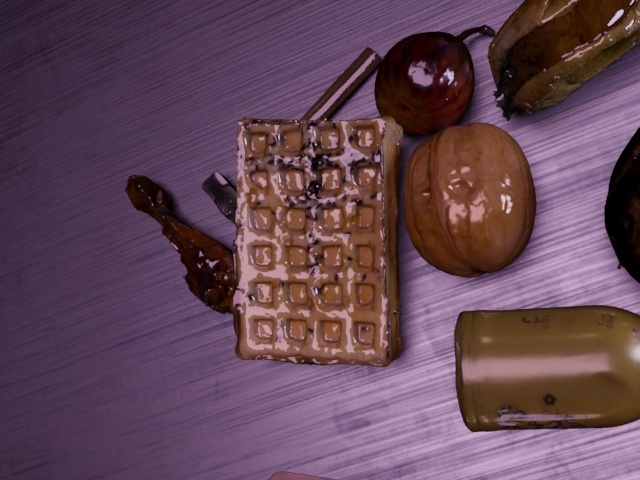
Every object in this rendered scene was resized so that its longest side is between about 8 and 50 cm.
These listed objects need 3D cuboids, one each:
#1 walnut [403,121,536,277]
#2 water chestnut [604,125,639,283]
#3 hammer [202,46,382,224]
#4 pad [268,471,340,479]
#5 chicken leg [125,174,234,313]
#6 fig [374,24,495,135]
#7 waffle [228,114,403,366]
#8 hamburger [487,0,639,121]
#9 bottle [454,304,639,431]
[{"bbox_3d":[0.213,-0.060,1.210,0.193,0.193,0.225,-4,82,18],"label":"walnut"},{"bbox_3d":[0.525,-0.058,1.085,0.300,0.300,0.299,-3,81,18],"label":"water chestnut"},{"bbox_3d":[-0.038,-0.177,1.388,0.365,0.043,0.111,-46,70,5],"label":"hammer"},{"bbox_3d":[0.032,0.459,1.286,0.266,0.002,0.176,4,83,19],"label":"pad"},{"bbox_3d":[-0.225,-0.005,1.387,0.093,0.113,0.304,-37,69,-13],"label":"chicken leg"},{"bbox_3d":[0.166,-0.257,1.267,0.148,0.149,0.202,21,97,3],"label":"fig"},{"bbox_3d":[0.000,0.000,1.276,0.261,0.114,0.376,2,92,20],"label":"waffle"},{"bbox_3d":[0.364,-0.303,1.182,0.309,0.211,0.132,-33,78,10],"label":"hamburger"},{"bbox_3d":[0.366,0.173,1.132,0.351,0.171,0.171,-3,81,17],"label":"bottle"}]
